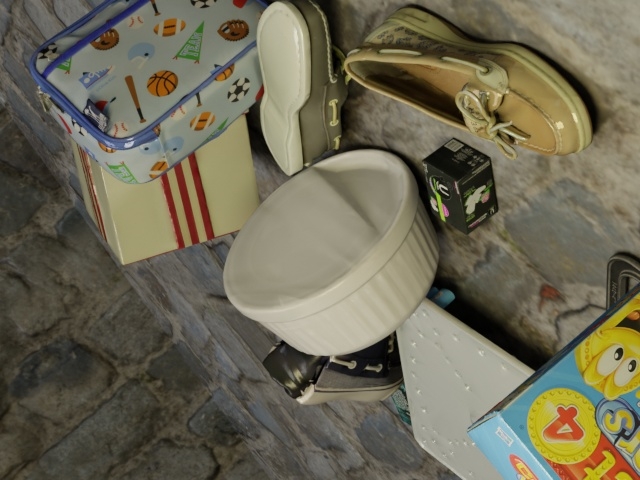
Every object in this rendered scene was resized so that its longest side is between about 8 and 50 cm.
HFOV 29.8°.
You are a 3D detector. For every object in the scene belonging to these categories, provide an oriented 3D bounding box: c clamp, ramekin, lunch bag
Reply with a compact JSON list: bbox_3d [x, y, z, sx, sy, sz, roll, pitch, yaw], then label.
[{"bbox_3d":[0.343,0.086,1.229,0.137,0.022,0.160,42,160,42],"label":"c clamp"},{"bbox_3d":[0.025,0.023,1.498,0.127,0.273,0.273,50,165,-32],"label":"ramekin"},{"bbox_3d":[-0.212,-0.226,1.532,0.243,0.303,0.115,44,162,27],"label":"lunch bag"}]

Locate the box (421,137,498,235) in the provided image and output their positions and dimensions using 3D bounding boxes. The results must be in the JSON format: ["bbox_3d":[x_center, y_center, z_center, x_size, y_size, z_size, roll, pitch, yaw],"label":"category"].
[{"bbox_3d":[0.157,-0.060,1.350,0.062,0.052,0.083,36,153,41],"label":"box"}]

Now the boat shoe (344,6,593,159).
[{"bbox_3d":[0.143,-0.143,1.186,0.285,0.089,0.104,32,151,44],"label":"boat shoe"}]

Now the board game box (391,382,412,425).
[{"bbox_3d":[0.170,0.264,1.900,0.186,0.026,0.126,23,144,55],"label":"board game box"}]

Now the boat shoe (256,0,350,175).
[{"bbox_3d":[-0.016,-0.194,1.462,0.109,0.091,0.305,58,163,24],"label":"boat shoe"}]

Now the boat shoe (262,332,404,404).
[{"bbox_3d":[0.070,0.139,1.712,0.127,0.158,0.341,47,-159,19],"label":"boat shoe"}]

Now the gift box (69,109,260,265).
[{"bbox_3d":[-0.218,-0.142,1.716,0.276,0.255,0.258,36,141,54],"label":"gift box"}]

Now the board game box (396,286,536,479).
[{"bbox_3d":[0.265,0.257,1.601,0.390,0.050,0.389,34,152,34],"label":"board game box"}]

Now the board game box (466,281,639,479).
[{"bbox_3d":[0.333,0.175,0.976,0.308,0.302,0.086,50,160,8],"label":"board game box"}]
